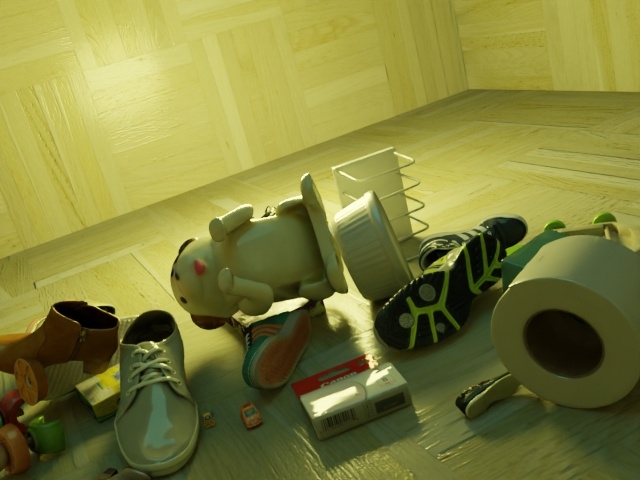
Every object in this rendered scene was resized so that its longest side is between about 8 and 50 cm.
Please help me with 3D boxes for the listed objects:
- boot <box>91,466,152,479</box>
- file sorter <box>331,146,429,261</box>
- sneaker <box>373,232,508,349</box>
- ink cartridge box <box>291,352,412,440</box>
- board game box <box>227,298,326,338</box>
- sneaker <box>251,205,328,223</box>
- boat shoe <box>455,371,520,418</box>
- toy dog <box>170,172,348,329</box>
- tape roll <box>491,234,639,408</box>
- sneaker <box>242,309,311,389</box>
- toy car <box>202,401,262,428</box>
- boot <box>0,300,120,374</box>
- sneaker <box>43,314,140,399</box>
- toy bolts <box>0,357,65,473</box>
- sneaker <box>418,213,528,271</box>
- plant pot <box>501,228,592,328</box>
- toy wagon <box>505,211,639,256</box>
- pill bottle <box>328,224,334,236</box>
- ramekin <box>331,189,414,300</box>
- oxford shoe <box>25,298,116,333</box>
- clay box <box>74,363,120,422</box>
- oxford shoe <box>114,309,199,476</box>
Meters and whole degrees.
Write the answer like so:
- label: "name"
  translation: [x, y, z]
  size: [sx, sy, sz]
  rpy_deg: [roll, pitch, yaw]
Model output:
- label: "boot"
  translation: [-0.367, 0.444, 1.258]
  size: [0.118, 0.042, 0.087]
  rpy_deg: [-6, 27, 28]
- label: "file sorter"
  translation: [0.179, -0.087, 1.956]
  size: [0.192, 0.278, 0.173]
  rpy_deg: [-21, 21, -15]
- label: "sneaker"
  translation: [0.259, 0.130, 1.564]
  size: [0.384, 0.145, 0.147]
  rpy_deg: [-30, -7, -31]
- label: "ink cartridge box"
  translation: [0.047, 0.278, 1.378]
  size: [0.189, 0.066, 0.232]
  rpy_deg: [-19, 24, -11]
- label: "board game box"
  translation: [-0.153, 0.162, 1.869]
  size: [0.208, 0.056, 0.346]
  rpy_deg: [-19, 19, -23]
- label: "sneaker"
  translation: [-0.114, -0.058, 2.317]
  size: [0.275, 0.135, 0.098]
  rpy_deg: [-15, 17, -4]
- label: "boat shoe"
  translation: [0.295, 0.260, 1.240]
  size: [0.133, 0.049, 0.042]
  rpy_deg: [-27, 30, -18]
- label: "toy dog"
  translation: [-0.163, 0.048, 1.700]
  size: [0.407, 0.285, 0.395]
  rpy_deg: [-17, -5, 3]
- label: "tape roll"
  translation: [0.433, 0.134, 1.194]
  size: [0.246, 0.246, 0.169]
  rpy_deg: [1, 24, 39]
- label: "sneaker"
  translation: [-0.118, 0.239, 1.545]
  size: [0.121, 0.108, 0.302]
  rpy_deg: [-9, 12, 20]
- label: "toy car"
  translation: [-0.174, 0.344, 1.379]
  size: [0.122, 0.041, 0.060]
  rpy_deg: [-14, 19, 1]
- label: "boot"
  translation: [-0.581, 0.197, 1.515]
  size: [0.295, 0.211, 0.104]
  rpy_deg: [9, 47, -14]
- label: "sneaker"
  translation: [-0.549, 0.278, 1.723]
  size: [0.365, 0.135, 0.150]
  rpy_deg: [-16, -2, -35]
- label: "toy bolts"
  translation: [-0.664, 0.363, 1.461]
  size: [0.228, 0.218, 0.158]
  rpy_deg: [-7, 6, 44]
- label: "sneaker"
  translation: [0.377, 0.018, 1.774]
  size: [0.282, 0.099, 0.153]
  rpy_deg: [-16, 13, 21]
- label: "plant pot"
  translation: [0.497, 0.104, 1.361]
  size: [0.165, 0.166, 0.234]
  rpy_deg: [-28, 29, -32]
- label: "toy wagon"
  translation: [0.573, 0.026, 1.659]
  size: [0.344, 0.068, 0.267]
  rpy_deg: [-9, 20, 19]
- label: "pill bottle"
  translation: [0.000, 0.000, 2.138]
  size: [0.087, 0.087, 0.160]
  rpy_deg: [-15, 19, 0]
- label: "ramekin"
  translation: [0.125, 0.023, 1.730]
  size: [0.127, 0.273, 0.273]
  rpy_deg: [-24, 18, 8]
- label: "oxford shoe"
  translation: [-0.662, 0.250, 1.877]
  size: [0.146, 0.141, 0.397]
  rpy_deg: [-6, 22, 5]
- label: "clay box"
  translation: [-0.431, 0.320, 1.622]
  size: [0.222, 0.053, 0.127]
  rpy_deg: [-25, 24, -29]
- label: "oxford shoe"
  translation: [-0.343, 0.293, 1.453]
  size: [0.169, 0.130, 0.449]
  rpy_deg: [-10, 31, -8]
